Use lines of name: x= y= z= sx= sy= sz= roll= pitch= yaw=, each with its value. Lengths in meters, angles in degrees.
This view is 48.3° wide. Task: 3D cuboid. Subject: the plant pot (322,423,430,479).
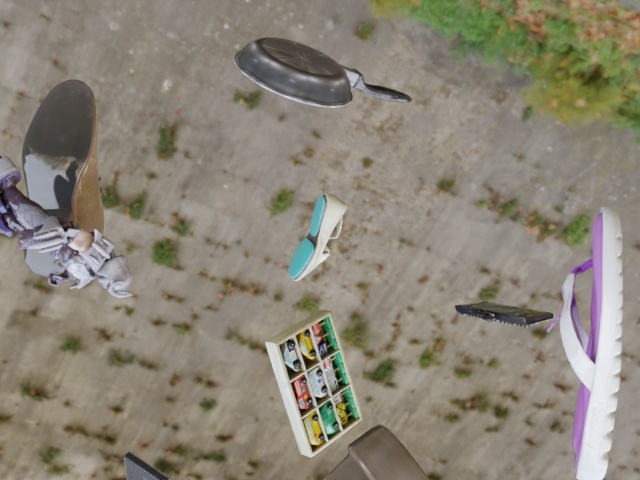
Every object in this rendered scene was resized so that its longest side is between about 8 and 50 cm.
plant pot: x=0.059 y=0.484 z=1.050 sx=0.323 sy=0.280 sz=0.323 roll=57 pitch=170 yaw=16

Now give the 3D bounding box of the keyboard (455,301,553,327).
keyboard: x=0.327 y=0.137 z=1.321 sx=0.108 sy=0.023 sz=0.180 roll=-3 pitch=-177 yaw=-31

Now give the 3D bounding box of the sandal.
sandal: x=0.392 y=0.149 z=1.070 sx=0.102 sy=0.416 sz=0.169 roll=4 pitch=173 yaw=17

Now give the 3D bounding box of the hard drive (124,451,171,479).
hard drive: x=-0.389 y=0.545 z=1.612 sx=0.135 sy=0.094 sz=0.022 roll=20 pitch=-146 yaw=31

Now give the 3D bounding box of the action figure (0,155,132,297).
action figure: x=-0.359 y=-0.005 z=0.940 sx=0.285 sy=0.099 sz=0.185 roll=33 pitch=151 yaw=10

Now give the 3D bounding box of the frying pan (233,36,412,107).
frying pan: x=0.023 y=-0.252 z=1.138 sx=0.326 sy=0.053 sz=0.197 roll=13 pitch=-149 yaw=-15

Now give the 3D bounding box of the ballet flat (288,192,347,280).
ballet flat: x=0.000 y=0.000 z=1.795 sx=0.086 sy=0.248 sz=0.086 roll=20 pitch=-158 yaw=-9

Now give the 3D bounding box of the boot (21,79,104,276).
boot: x=-0.395 y=-0.097 z=1.133 sx=0.112 sy=0.305 sz=0.115 roll=7 pitch=180 yaw=15

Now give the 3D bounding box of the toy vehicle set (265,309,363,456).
toy vehicle set: x=-0.009 y=0.302 z=1.525 sx=0.166 sy=0.266 sz=0.035 roll=-27 pitch=-164 yaw=-39
